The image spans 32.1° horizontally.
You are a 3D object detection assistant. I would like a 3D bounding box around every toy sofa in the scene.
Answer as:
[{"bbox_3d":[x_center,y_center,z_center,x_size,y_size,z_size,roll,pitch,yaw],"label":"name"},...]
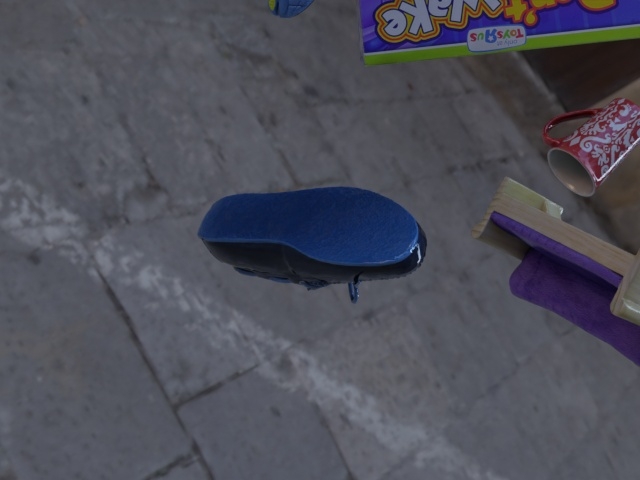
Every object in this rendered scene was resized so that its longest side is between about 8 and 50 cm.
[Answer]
[{"bbox_3d":[0.399,0.046,1.739,0.150,0.177,0.362,24,6,-35],"label":"toy sofa"}]

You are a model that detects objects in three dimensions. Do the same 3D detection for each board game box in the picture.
[{"bbox_3d":[0.195,-0.279,0.916,0.078,0.347,0.233,-93,177,-77],"label":"board game box"}]

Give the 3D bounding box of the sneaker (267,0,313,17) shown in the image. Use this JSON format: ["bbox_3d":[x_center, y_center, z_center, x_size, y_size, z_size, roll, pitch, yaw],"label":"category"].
[{"bbox_3d":[0.001,-0.360,1.407,0.067,0.188,0.078,32,3,14],"label":"sneaker"}]

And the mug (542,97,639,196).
[{"bbox_3d":[0.504,-0.190,2.040,0.150,0.169,0.113,49,-14,0],"label":"mug"}]

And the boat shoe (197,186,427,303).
[{"bbox_3d":[0.000,0.000,1.103,0.109,0.258,0.089,-57,136,-25],"label":"boat shoe"}]
